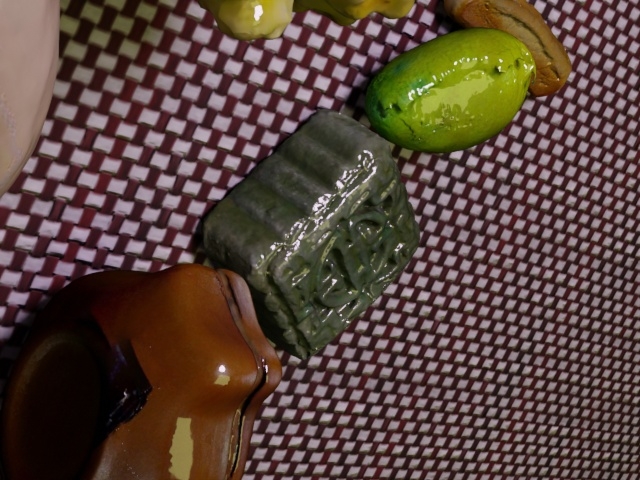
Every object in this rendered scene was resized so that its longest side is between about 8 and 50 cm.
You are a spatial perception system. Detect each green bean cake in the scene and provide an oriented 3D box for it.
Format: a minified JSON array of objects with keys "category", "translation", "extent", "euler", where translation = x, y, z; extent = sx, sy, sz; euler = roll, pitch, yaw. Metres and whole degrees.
[{"category":"green bean cake","translation":[0.000,0.000,1.224],"extent":[0.183,0.094,0.185],"euler":[-45,145,-16]}]

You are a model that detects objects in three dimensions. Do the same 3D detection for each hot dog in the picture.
[{"category":"hot dog","translation":[0.189,-0.205,1.312],"extent":[0.066,0.047,0.216],"euler":[-29,148,25]}]

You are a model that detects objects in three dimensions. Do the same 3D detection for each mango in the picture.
[{"category":"mango","translation":[0.116,-0.141,1.235],"extent":[0.178,0.100,0.119],"euler":[-17,136,-31]}]

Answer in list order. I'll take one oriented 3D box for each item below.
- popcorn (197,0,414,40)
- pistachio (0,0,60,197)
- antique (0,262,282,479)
[{"category":"popcorn","translation":[-0.024,-0.269,0.847],"extent":[0.312,0.312,0.312],"euler":[-26,132,-33]},{"category":"pistachio","translation":[-0.233,-0.141,0.822],"extent":[0.197,0.166,0.287],"euler":[-23,131,-68]},{"category":"antique","translation":[-0.156,0.135,1.047],"extent":[0.129,0.223,0.278],"euler":[7,144,-46]}]
